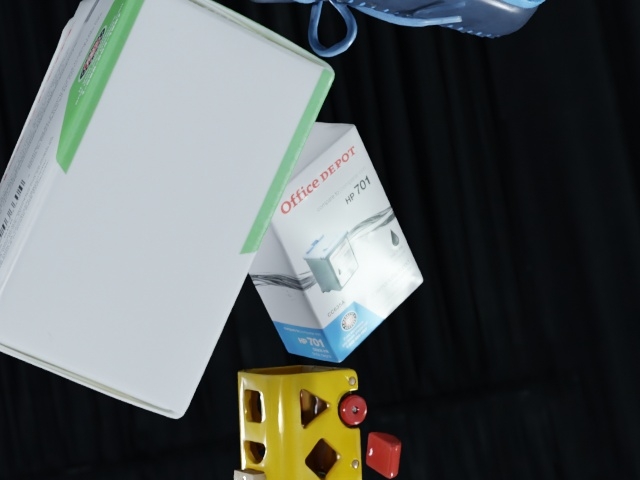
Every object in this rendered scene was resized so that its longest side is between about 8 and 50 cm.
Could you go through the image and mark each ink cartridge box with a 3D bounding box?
[{"bbox_3d":[-0.118,-0.037,0.910,0.121,0.211,0.289,24,-179,-16],"label":"ink cartridge box"},{"bbox_3d":[0.000,0.000,1.456,0.082,0.191,0.139,10,-137,47],"label":"ink cartridge box"}]

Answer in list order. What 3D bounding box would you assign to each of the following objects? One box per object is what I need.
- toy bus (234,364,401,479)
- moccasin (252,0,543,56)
[{"bbox_3d":[-0.025,0.207,1.364,0.104,0.202,0.191,-2,133,-32],"label":"toy bus"},{"bbox_3d":[-0.021,-0.210,0.952,0.342,0.138,0.117,23,132,-15],"label":"moccasin"}]
